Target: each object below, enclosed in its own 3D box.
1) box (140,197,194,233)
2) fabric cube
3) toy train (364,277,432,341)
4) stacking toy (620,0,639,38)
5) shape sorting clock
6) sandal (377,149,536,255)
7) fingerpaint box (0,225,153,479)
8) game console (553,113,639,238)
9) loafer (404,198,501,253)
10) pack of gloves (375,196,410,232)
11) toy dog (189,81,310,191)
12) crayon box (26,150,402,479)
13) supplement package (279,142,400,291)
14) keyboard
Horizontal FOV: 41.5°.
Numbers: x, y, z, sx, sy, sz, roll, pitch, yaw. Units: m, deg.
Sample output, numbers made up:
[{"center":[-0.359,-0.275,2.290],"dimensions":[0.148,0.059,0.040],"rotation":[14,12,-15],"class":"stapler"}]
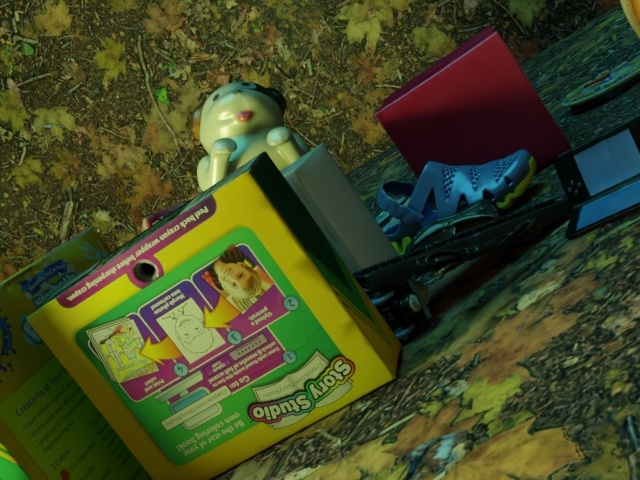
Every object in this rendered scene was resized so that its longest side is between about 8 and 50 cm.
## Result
[{"center":[-0.200,0.053,1.285],"dimensions":[0.123,0.128,0.257],"rotation":[-23,-18,-26],"class":"box"},{"center":[0.286,-0.225,1.610],"dimensions":[0.258,0.254,0.259],"rotation":[-34,9,16],"class":"fabric cube"},{"center":[0.074,0.105,1.179],"dimensions":[0.184,0.080,0.105],"rotation":[-28,5,37],"class":"toy train"},{"center":[0.476,-0.196,0.843],"dimensions":[0.351,0.350,0.479],"rotation":[-28,29,39],"class":"stacking toy"},{"center":[0.592,-0.330,1.737],"dimensions":[0.206,0.040,0.206],"rotation":[-34,9,6],"class":"shape sorting clock"},{"center":[0.218,-0.079,1.453],"dimensions":[0.317,0.138,0.126],"rotation":[-28,9,29],"class":"sandal"},{"center":[-0.383,0.228,1.242],"dimensions":[0.163,0.371,0.445],"rotation":[-31,10,21],"class":"fingerpaint box"},{"center":[0.370,-0.084,1.088],"dimensions":[0.144,0.124,0.085],"rotation":[-28,-16,34],"class":"game console"},{"center":[0.210,-0.008,1.346],"dimensions":[0.170,0.062,0.061],"rotation":[-34,13,11],"class":"loafer"},{"center":[0.132,-0.008,1.746],"dimensions":[0.232,0.046,0.195],"rotation":[-48,11,-15],"class":"pack of gloves"},{"center":[-0.140,-0.168,1.942],"dimensions":[0.285,0.407,0.395],"rotation":[-17,-1,4],"class":"toy dog"},{"center":[-0.132,0.118,1.082],"dimensions":[0.363,0.313,0.106],"rotation":[-31,12,17],"class":"crayon box"},{"center":[0.000,0.000,1.401],"dimensions":[0.145,0.261,0.204],"rotation":[-31,9,21],"class":"supplement package"},{"center":[0.201,0.002,1.150],"dimensions":[0.317,0.033,0.201],"rotation":[-21,6,-12],"class":"keyboard"}]
